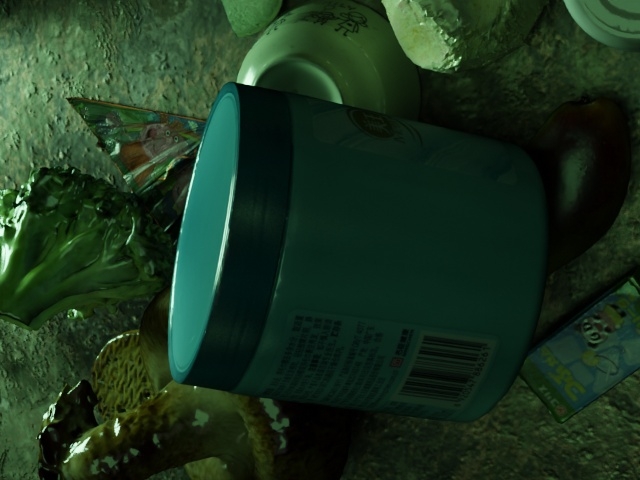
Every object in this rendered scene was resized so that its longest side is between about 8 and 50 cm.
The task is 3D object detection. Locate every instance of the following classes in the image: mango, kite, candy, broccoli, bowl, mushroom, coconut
[{"bbox_3d":[0.274,-0.044,1.522,0.133,0.111,0.267,29,120,1],"label":"mango"},{"bbox_3d":[-0.212,-0.097,1.768,0.234,0.016,0.321,-36,89,28],"label":"kite"},{"bbox_3d":[0.333,0.125,1.571,0.194,0.062,0.097,-41,88,27],"label":"candy"},{"bbox_3d":[-0.337,0.037,1.727,0.248,0.246,0.288,43,152,-21],"label":"broccoli"},{"bbox_3d":[-0.004,-0.171,1.598,0.237,0.126,0.238,6,108,20],"label":"bowl"},{"bbox_3d":[-0.149,0.206,1.659,0.334,0.356,0.331,0,91,54],"label":"mushroom"},{"bbox_3d":[0.159,-0.277,1.470,0.194,0.194,0.194,7,107,22],"label":"coconut"}]

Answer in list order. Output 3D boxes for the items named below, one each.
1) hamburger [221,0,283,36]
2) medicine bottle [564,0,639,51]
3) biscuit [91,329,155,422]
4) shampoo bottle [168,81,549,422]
[{"bbox_3d":[-0.086,-0.321,1.631,0.084,0.054,0.121,-13,102,22],"label":"hamburger"},{"bbox_3d":[0.344,-0.283,1.320,0.157,0.288,0.157,6,107,21],"label":"medicine bottle"},{"bbox_3d":[-0.242,0.216,1.864,0.187,0.027,0.188,7,108,20],"label":"biscuit"},{"bbox_3d":[0.033,0.021,1.436,0.342,0.331,0.331,11,112,-14],"label":"shampoo bottle"}]
